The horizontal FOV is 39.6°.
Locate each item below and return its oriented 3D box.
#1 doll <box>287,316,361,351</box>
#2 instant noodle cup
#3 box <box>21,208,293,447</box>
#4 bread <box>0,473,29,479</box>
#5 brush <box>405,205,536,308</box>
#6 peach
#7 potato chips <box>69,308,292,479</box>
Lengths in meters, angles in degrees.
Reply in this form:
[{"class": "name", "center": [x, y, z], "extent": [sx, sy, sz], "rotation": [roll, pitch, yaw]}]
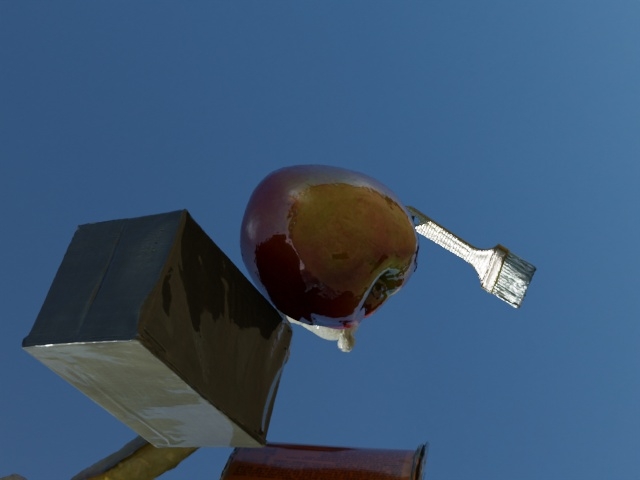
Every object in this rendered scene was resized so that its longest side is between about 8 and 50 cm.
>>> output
[{"class": "doll", "center": [-0.015, 0.059, 1.559], "extent": [0.175, 0.150, 0.278], "rotation": [-89, -14, -57]}, {"class": "instant noodle cup", "center": [-0.006, 0.350, 0.996], "extent": [0.296, 0.214, 0.296], "rotation": [9, -90, -79]}, {"class": "box", "center": [-0.158, 0.101, 0.920], "extent": [0.231, 0.156, 0.148], "rotation": [52, -139, -42]}, {"class": "bread", "center": [-0.379, 0.483, 1.166], "extent": [0.149, 0.195, 0.344], "rotation": [-27, -97, -42]}, {"class": "brush", "center": [0.193, 0.010, 1.219], "extent": [0.010, 0.218, 0.082], "rotation": [-32, -35, -39]}, {"class": "peach", "center": [0.000, 0.000, 0.983], "extent": [0.197, 0.197, 0.197], "rotation": [9, -104, -38]}, {"class": "potato chips", "center": [-0.155, 0.219, 1.156], "extent": [0.407, 0.080, 0.057], "rotation": [-39, -61, -36]}]
